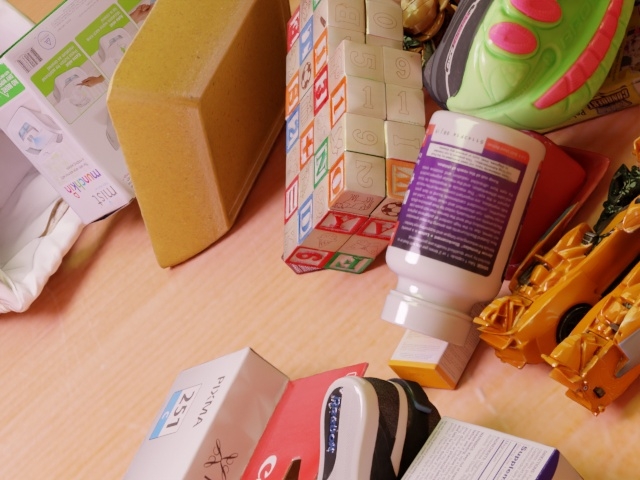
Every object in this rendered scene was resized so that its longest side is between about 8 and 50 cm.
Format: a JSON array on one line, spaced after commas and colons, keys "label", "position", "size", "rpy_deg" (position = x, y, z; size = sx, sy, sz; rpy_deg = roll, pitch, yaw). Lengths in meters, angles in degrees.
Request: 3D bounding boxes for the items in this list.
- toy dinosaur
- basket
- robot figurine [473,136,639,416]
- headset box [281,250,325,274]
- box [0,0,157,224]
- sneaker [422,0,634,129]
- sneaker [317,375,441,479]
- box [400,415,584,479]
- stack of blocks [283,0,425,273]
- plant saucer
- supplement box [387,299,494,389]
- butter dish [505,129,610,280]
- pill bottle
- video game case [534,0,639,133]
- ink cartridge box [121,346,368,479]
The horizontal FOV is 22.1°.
[{"label": "toy dinosaur", "position": [0.096, -0.254, 1.889], "size": [0.322, 0.164, 0.218], "rpy_deg": [-29, 45, -12]}, {"label": "basket", "position": [-0.470, -0.108, 2.082], "size": [0.266, 0.331, 0.328], "rpy_deg": [-18, 37, 53]}, {"label": "robot figurine", "position": [0.276, 0.005, 1.396], "size": [0.291, 0.085, 0.211], "rpy_deg": [-48, 33, -9]}, {"label": "headset box", "position": [0.000, 0.000, 1.752], "size": [0.083, 0.032, 0.062], "rpy_deg": [-13, 42, 40]}, {"label": "box", "position": [-0.254, -0.195, 2.015], "size": [0.127, 0.231, 0.262], "rpy_deg": [-21, 24, 53]}, {"label": "sneaker", "position": [0.254, -0.301, 1.627], "size": [0.483, 0.185, 0.202], "rpy_deg": [-49, 23, -26]}, {"label": "sneaker", "position": [0.054, 0.224, 1.390], "size": [0.079, 0.121, 0.217], "rpy_deg": [18, 100, 51]}, {"label": "box", "position": [0.128, 0.221, 1.312], "size": [0.137, 0.072, 0.126], "rpy_deg": [10, 59, 53]}, {"label": "stack of blocks", "position": [0.032, -0.137, 1.679], "size": [0.171, 0.087, 0.297], "rpy_deg": [130, 145, -56]}, {"label": "plant saucer", "position": [-0.110, -0.175, 1.873], "size": [0.081, 0.333, 0.333], "rpy_deg": [16, 58, 18]}, {"label": "supplement box", "position": [0.114, 0.088, 1.519], "size": [0.062, 0.036, 0.098], "rpy_deg": [1, 52, 48]}, {"label": "butter dish", "position": [0.164, -0.058, 1.562], "size": [0.160, 0.118, 0.160], "rpy_deg": [-52, 33, -14]}, {"label": "pill bottle", "position": [0.121, -0.009, 1.452], "size": [0.108, 0.108, 0.193], "rpy_deg": [17, 88, 54]}, {"label": "video game case", "position": [0.307, -0.232, 1.694], "size": [0.248, 0.035, 0.275], "rpy_deg": [-16, 39, 36]}, {"label": "ink cartridge box", "position": [-0.106, 0.233, 1.511], "size": [0.261, 0.066, 0.296], "rpy_deg": [-22, 35, 52]}]
